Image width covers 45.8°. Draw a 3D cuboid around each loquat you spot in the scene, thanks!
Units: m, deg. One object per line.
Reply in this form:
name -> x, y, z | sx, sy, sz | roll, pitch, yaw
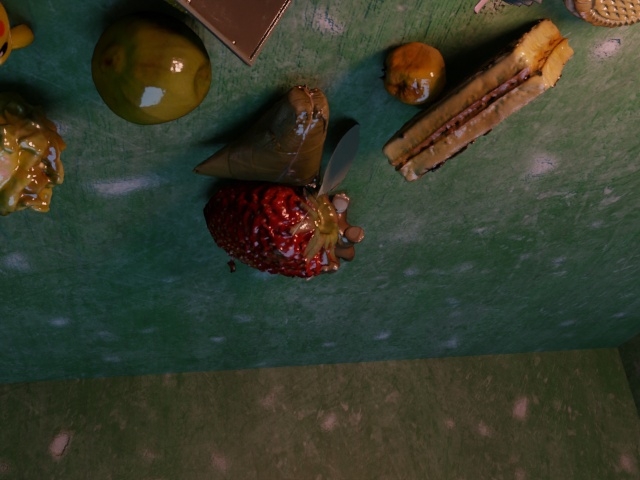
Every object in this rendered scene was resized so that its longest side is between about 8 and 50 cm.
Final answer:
loquat -> 0.190, -0.338, 1.545 | 0.137, 0.137, 0.113 | -15, 178, 14

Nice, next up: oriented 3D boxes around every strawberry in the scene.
strawberry -> -0.126, -0.023, 1.910 | 0.343, 0.292, 0.292 | -15, 153, 28

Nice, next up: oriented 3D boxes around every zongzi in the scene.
zongzi -> -0.138, -0.224, 1.661 | 0.300, 0.145, 0.274 | -2, 150, -8

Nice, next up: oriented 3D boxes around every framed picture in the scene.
framed picture -> -0.144, -0.431, 1.248 | 0.023, 0.189, 0.260 | 29, 178, 38

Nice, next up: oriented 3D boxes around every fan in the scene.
fan -> 0.013, -0.135, 1.761 | 0.010, 0.310, 0.182 | 27, 158, 16

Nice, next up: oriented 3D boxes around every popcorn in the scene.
popcorn -> -0.628, -0.179, 1.525 | 0.259, 0.259, 0.212 | 22, 116, -45

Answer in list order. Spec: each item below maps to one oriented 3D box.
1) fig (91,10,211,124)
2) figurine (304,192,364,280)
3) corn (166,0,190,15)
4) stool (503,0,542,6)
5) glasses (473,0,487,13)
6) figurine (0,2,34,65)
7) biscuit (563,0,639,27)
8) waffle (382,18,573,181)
fig -> -0.294, -0.317, 1.383 | 0.230, 0.207, 0.207 | -19, 163, -35
figurine -> 0.001, 0.005, 2.108 | 0.173, 0.177, 0.247 | -19, 169, -18
corn -> -0.245, -0.446, 1.257 | 0.106, 0.106, 0.293 | -29, 143, 36
stool -> 0.194, -0.512, 1.034 | 0.330, 0.297, 0.297 | 10, 148, -24
glasses -> 0.321, -0.497, 1.306 | 0.255, 0.095, 0.162 | -14, 144, 7
figurine -> -0.611, -0.370, 1.218 | 0.218, 0.169, 0.327 | -28, 149, -11
biscuit -> 0.576, -0.490, 1.396 | 0.259, 0.079, 0.259 | -6, 153, -3
waffle -> 0.325, -0.287, 1.561 | 0.376, 0.114, 0.261 | -35, -175, 40
